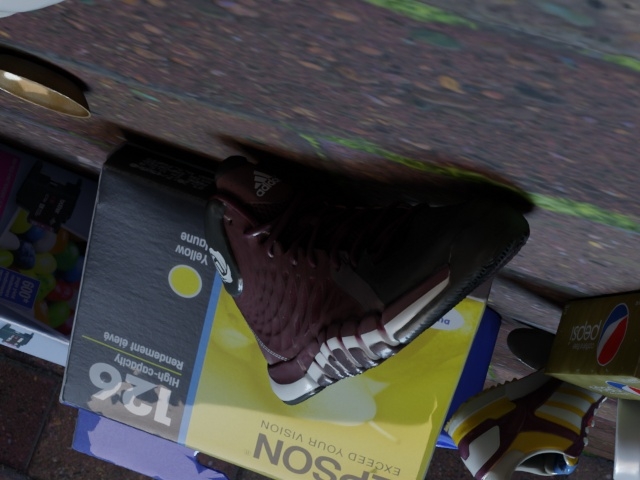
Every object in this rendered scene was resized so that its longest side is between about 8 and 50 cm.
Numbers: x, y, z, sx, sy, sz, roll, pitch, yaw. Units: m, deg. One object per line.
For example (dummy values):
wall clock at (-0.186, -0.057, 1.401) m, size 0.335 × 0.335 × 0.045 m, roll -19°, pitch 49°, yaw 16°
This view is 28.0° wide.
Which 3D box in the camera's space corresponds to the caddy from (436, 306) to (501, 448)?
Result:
caddy at (0.007, 0.106, 1.200) m, size 0.341 × 0.179 × 0.241 m, roll 26°, pitch 169°, yaw -37°

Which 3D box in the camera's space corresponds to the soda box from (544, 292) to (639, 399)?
soda box at (0.218, 0.076, 0.900) m, size 0.058 × 0.061 × 0.181 m, roll 20°, pitch 172°, yaw -6°

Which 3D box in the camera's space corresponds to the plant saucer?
plant saucer at (-0.188, -0.104, 0.845) m, size 0.083 × 0.015 × 0.083 m, roll 20°, pitch 172°, yaw 3°

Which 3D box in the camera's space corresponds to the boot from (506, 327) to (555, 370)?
boot at (0.208, 0.109, 1.256) m, size 0.106 × 0.037 × 0.114 m, roll 24°, pitch 176°, yaw -15°

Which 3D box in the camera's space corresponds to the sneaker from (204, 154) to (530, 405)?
sneaker at (0.000, 0.000, 0.813) m, size 0.162 × 0.106 × 0.281 m, roll 54°, pitch 144°, yaw 1°

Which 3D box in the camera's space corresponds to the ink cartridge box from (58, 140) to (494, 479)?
ink cartridge box at (-0.051, 0.109, 1.011) m, size 0.303 × 0.307 × 0.072 m, roll 18°, pitch -154°, yaw 7°

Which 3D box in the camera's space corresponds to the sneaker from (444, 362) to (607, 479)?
sneaker at (0.191, 0.140, 1.015) m, size 0.084 × 0.185 × 0.070 m, roll 58°, pitch 159°, yaw 23°

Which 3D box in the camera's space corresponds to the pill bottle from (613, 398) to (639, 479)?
pill bottle at (0.309, 0.155, 0.968) m, size 0.169 × 0.094 × 0.094 m, roll 4°, pitch 168°, yaw 12°

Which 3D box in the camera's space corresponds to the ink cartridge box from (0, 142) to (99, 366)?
ink cartridge box at (-0.228, 0.033, 1.259) m, size 0.311 × 0.186 × 0.065 m, roll 24°, pitch 143°, yaw -20°

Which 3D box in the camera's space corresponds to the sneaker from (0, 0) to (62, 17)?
sneaker at (-0.130, -0.128, 0.391) m, size 0.094 × 0.080 × 0.212 m, roll 3°, pitch 172°, yaw 25°
